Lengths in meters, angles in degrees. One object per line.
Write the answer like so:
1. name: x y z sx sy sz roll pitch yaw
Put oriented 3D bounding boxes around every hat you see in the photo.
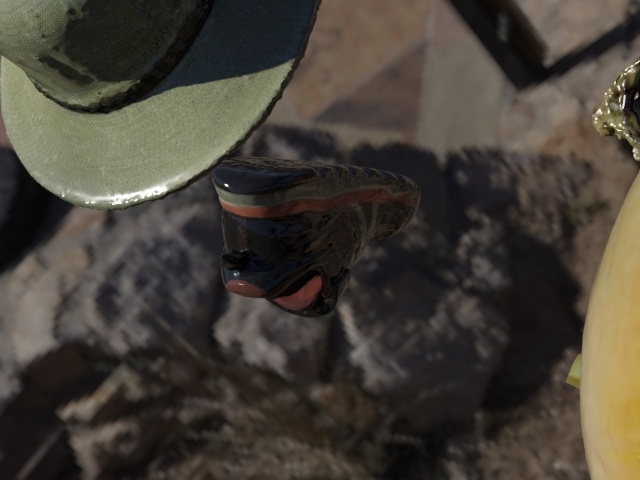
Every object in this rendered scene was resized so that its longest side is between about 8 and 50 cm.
1. hat: -0.136 -0.157 1.127 0.257 0.130 0.257 -14 64 31

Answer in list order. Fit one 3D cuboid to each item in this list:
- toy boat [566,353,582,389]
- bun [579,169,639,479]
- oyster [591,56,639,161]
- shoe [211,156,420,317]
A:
1. toy boat: 0.282 0.129 1.524 0.172 0.066 0.065 23 57 13
2. bun: 0.238 0.050 0.590 0.299 0.299 0.165 -48 13 -7
3. oyster: 0.231 -0.061 0.987 0.177 0.105 0.056 -6 12 9
4. shoe: 0.000 0.000 1.656 0.114 0.291 0.137 8 94 29
